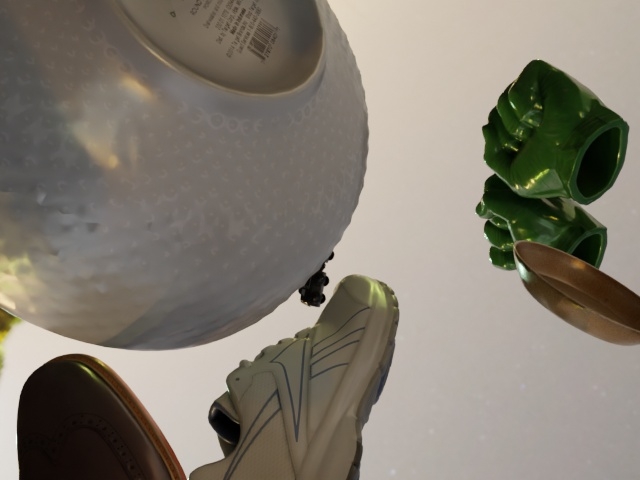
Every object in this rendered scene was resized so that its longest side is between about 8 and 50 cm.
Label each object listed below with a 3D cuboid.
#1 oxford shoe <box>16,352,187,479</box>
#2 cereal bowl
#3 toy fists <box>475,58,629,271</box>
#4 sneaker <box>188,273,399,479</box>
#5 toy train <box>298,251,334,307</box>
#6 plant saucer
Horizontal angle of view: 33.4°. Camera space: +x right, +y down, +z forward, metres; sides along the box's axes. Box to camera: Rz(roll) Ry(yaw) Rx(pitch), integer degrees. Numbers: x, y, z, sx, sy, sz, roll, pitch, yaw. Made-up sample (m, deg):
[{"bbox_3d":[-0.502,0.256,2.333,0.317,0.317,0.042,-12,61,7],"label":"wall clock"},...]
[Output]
[{"bbox_3d":[-0.123,0.177,0.577,0.096,0.098,0.271,-28,-117,10],"label":"oxford shoe"},{"bbox_3d":[-0.100,-0.113,0.647,0.141,0.339,0.339,-41,-163,42],"label":"cereal bowl"},{"bbox_3d":[0.234,-0.061,1.145,0.096,0.279,0.142,-26,-131,-19],"label":"toy fists"},{"bbox_3d":[-0.014,0.121,0.863,0.297,0.129,0.111,-66,171,-52],"label":"sneaker"},{"bbox_3d":[0.000,0.000,1.259,0.027,0.036,0.158,25,75,-72],"label":"toy train"},{"bbox_3d":[0.126,0.028,0.510,0.083,0.083,0.015,-93,-151,-69],"label":"plant saucer"}]
